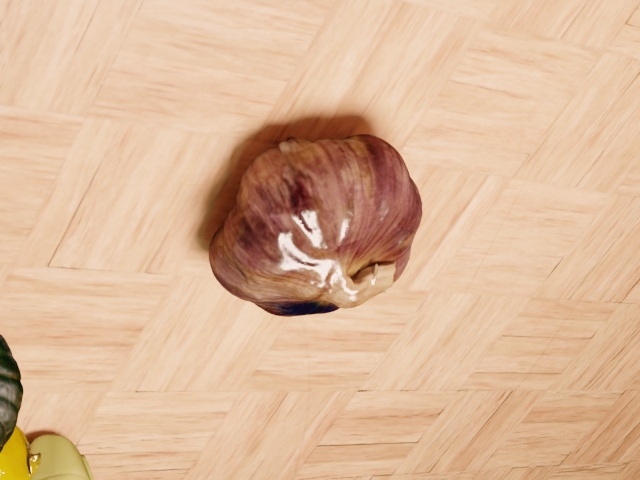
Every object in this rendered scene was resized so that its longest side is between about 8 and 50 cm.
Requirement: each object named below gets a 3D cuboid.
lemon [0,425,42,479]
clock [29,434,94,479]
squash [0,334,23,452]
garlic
[{"bbox_3d":[-0.410,0.260,1.420,0.206,0.173,0.173,-29,145,13],"label":"lemon"},{"bbox_3d":[-0.430,0.397,1.609,0.348,0.117,0.286,-21,143,-12],"label":"clock"},{"bbox_3d":[-0.396,0.146,1.263,0.218,0.218,0.172,-18,150,-18],"label":"squash"},{"bbox_3d":[0.000,0.000,1.416,0.245,0.160,0.245,-14,146,-10],"label":"garlic"}]
